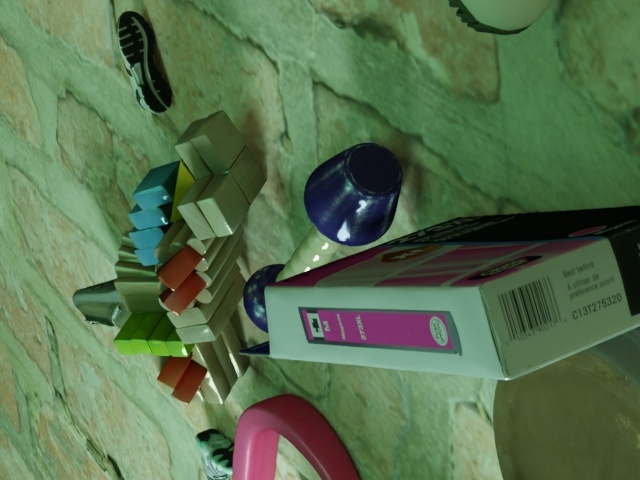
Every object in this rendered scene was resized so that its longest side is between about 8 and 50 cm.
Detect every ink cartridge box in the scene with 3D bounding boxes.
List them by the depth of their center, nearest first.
[{"bbox_3d":[0.086,0.032,1.032,0.371,0.176,0.069,-8,100,63],"label":"ink cartridge box"}]

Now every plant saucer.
[{"bbox_3d":[0.206,0.171,1.053,0.278,0.041,0.278,41,142,43],"label":"plant saucer"}]

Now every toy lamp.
[{"bbox_3d":[0.000,0.000,1.286,0.080,0.080,0.274,63,152,15],"label":"toy lamp"}]

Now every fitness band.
[{"bbox_3d":[-0.026,0.290,1.560,0.209,0.054,0.291,49,145,37],"label":"fitness band"}]

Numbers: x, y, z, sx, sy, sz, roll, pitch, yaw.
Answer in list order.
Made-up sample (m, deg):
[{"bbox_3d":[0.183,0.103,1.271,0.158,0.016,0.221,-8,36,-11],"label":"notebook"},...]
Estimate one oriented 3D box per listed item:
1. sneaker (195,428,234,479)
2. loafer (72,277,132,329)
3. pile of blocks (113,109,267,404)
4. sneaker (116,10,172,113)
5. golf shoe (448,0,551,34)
[{"bbox_3d":[-0.107,0.259,1.716,0.098,0.038,0.069,-143,39,-62],"label":"sneaker"},{"bbox_3d":[-0.205,0.083,1.712,0.251,0.094,0.087,-8,98,62],"label":"loafer"},{"bbox_3d":[-0.148,0.038,1.483,0.149,0.112,0.362,19,133,11],"label":"pile of blocks"},{"bbox_3d":[-0.188,-0.181,1.564,0.044,0.040,0.109,3,109,64],"label":"sneaker"},{"bbox_3d":[0.130,-0.226,0.863,0.120,0.105,0.273,37,140,37],"label":"golf shoe"}]
